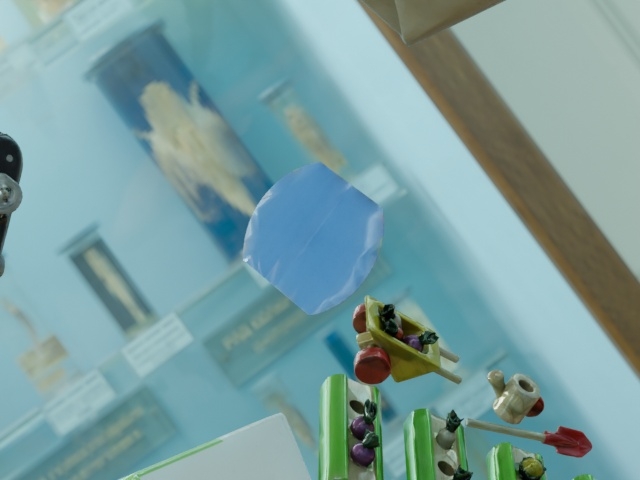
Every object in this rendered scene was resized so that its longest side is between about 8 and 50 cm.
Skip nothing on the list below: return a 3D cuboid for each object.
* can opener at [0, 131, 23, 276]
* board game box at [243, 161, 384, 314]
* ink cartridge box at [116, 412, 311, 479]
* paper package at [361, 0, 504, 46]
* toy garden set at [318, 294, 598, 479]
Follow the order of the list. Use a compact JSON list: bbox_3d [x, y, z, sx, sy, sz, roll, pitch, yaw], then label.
[{"bbox_3d":[-0.185,0.029,0.665,0.059,0.186,0.073,20,-23,-33],"label":"can opener"},{"bbox_3d":[0.000,0.000,1.443,0.133,0.169,0.033,-54,-36,3],"label":"board game box"},{"bbox_3d":[-0.192,0.286,1.250,0.353,0.119,0.207,-29,-9,35],"label":"ink cartridge box"},{"bbox_3d":[0.115,-0.271,0.485,0.309,0.168,0.324,-18,38,55],"label":"paper package"},{"bbox_3d":[0.119,0.137,0.981,0.049,0.244,0.203,-59,16,29],"label":"toy garden set"}]
